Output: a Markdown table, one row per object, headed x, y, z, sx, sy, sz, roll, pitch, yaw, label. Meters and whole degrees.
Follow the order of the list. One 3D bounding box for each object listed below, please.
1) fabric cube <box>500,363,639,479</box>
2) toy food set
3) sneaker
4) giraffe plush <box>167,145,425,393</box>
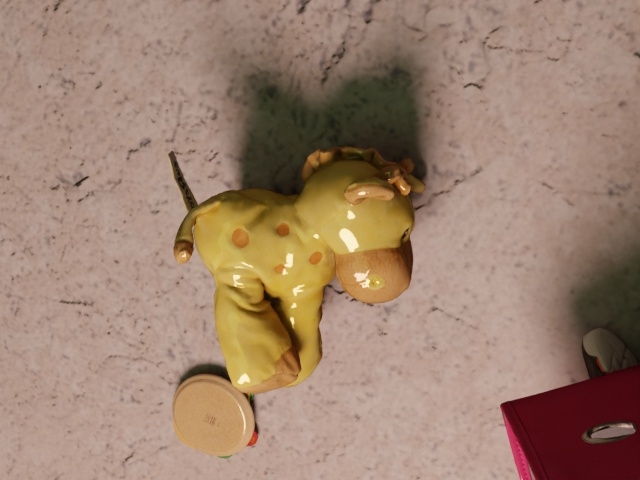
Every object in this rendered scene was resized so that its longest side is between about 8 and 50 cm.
| x | y | z | sx | sy | sz | roll | pitch | yaw | label |
| --- | --- | --- | --- | --- | --- | --- | --- | --- | --- |
| 0.291 | 0.222 | 0.914 | 0.258 | 0.254 | 0.259 | -17 | 102 | 3 | fabric cube |
| -0.094 | 0.157 | 1.223 | 0.083 | 0.020 | 0.083 | 13 | 112 | 17 | toy food set |
| 0.227 | 0.146 | 1.068 | 0.065 | 0.061 | 0.158 | -19 | 100 | 33 | sneaker |
| 0.000 | 0.000 | 1.053 | 0.170 | 0.181 | 0.210 | -17 | 119 | 15 | giraffe plush |
